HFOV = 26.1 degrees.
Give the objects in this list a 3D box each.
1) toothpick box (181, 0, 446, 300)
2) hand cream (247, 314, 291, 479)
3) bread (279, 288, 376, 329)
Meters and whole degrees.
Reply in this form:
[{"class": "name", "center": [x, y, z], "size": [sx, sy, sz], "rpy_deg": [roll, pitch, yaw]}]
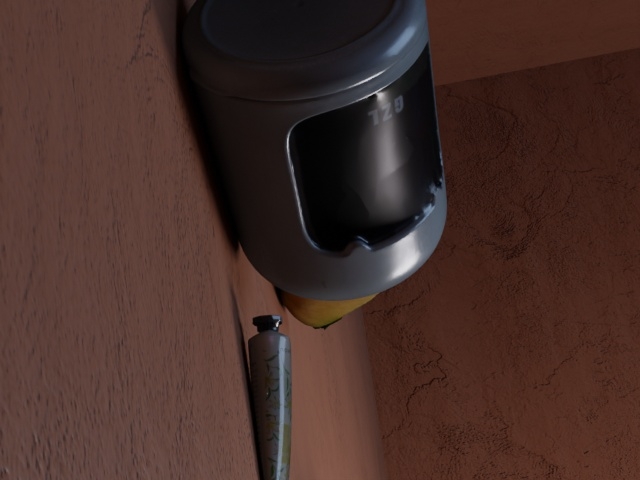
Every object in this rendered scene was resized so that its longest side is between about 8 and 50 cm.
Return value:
[{"class": "toothpick box", "center": [0.000, -0.099, 1.422], "size": [0.263, 0.263, 0.354], "rpy_deg": [-96, 175, -49]}, {"class": "hand cream", "center": [-0.045, 0.170, 1.357], "size": [0.067, 0.042, 0.194], "rpy_deg": [70, 15, -76]}, {"class": "bread", "center": [-0.003, -0.004, 1.750], "size": [0.252, 0.133, 0.174], "rpy_deg": [-38, -133, 43]}]
